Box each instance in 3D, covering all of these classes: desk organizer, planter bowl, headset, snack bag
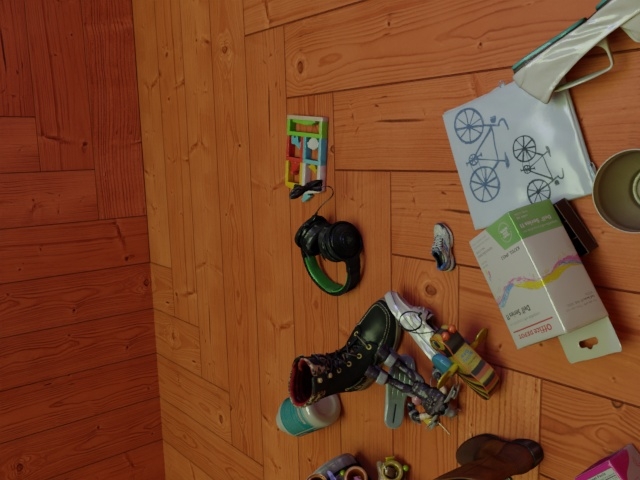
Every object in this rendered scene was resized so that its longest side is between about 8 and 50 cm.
[{"bbox_3d":[0.549,-0.024,1.326,0.130,0.050,0.047,58,137,8],"label":"desk organizer"},{"bbox_3d":[0.638,-0.100,1.179,0.162,0.109,0.161,12,106,48],"label":"planter bowl"},{"bbox_3d":[0.000,0.000,1.915,0.243,0.185,0.393,16,120,48],"label":"headset"},{"bbox_3d":[0.465,-0.220,1.427,0.343,0.037,0.322,-21,81,47],"label":"snack bag"}]

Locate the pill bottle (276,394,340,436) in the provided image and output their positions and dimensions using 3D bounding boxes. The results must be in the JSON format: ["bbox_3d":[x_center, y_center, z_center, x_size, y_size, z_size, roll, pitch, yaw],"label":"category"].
[{"bbox_3d":[-0.055,0.609,2.125,0.264,0.146,0.146,-38,67,46],"label":"pill bottle"}]

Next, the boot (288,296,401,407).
[{"bbox_3d":[0.071,0.348,1.811,0.138,0.284,0.377,51,133,33],"label":"boot"}]

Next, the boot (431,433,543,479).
[{"bbox_3d":[0.373,0.574,1.489,0.264,0.281,0.096,-14,86,51],"label":"boot"}]

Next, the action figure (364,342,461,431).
[{"bbox_3d":[0.271,0.409,1.689,0.285,0.099,0.185,33,92,18],"label":"action figure"}]

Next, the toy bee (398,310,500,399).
[{"bbox_3d":[0.333,0.286,1.530,0.299,0.195,0.162,21,158,7],"label":"toy bee"}]

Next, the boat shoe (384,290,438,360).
[{"bbox_3d":[0.286,0.230,1.698,0.084,0.095,0.258,-45,68,15],"label":"boat shoe"}]

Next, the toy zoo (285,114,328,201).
[{"bbox_3d":[-0.050,-0.276,2.046,0.192,0.030,0.293,18,110,48],"label":"toy zoo"}]

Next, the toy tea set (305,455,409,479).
[{"bbox_3d":[0.110,0.760,1.798,0.124,0.336,0.199,76,-176,-53],"label":"toy tea set"}]

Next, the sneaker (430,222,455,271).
[{"bbox_3d":[0.326,0.019,1.621,0.052,0.058,0.135,-16,84,51],"label":"sneaker"}]

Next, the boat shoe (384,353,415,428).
[{"bbox_3d":[0.226,0.446,1.804,0.076,0.083,0.226,-118,43,-88],"label":"boat shoe"}]

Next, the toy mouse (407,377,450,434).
[{"bbox_3d":[0.311,0.469,1.744,0.161,0.031,0.143,18,110,48],"label":"toy mouse"}]

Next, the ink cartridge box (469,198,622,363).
[{"bbox_3d":[0.491,0.114,1.341,0.207,0.119,0.353,119,132,-67],"label":"ink cartridge box"}]

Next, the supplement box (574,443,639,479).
[{"bbox_3d":[0.667,0.564,1.264,0.220,0.111,0.114,60,137,25],"label":"supplement box"}]

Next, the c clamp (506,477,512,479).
[{"bbox_3d":[0.476,0.687,1.590,0.161,0.022,0.137,-32,72,48],"label":"c clamp"}]

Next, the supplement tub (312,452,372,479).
[{"bbox_3d":[0.116,0.877,1.919,0.338,0.207,0.207,49,131,34],"label":"supplement tub"}]

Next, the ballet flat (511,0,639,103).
[{"bbox_3d":[0.573,-0.418,1.197,0.400,0.139,0.139,-38,68,41],"label":"ballet flat"}]
